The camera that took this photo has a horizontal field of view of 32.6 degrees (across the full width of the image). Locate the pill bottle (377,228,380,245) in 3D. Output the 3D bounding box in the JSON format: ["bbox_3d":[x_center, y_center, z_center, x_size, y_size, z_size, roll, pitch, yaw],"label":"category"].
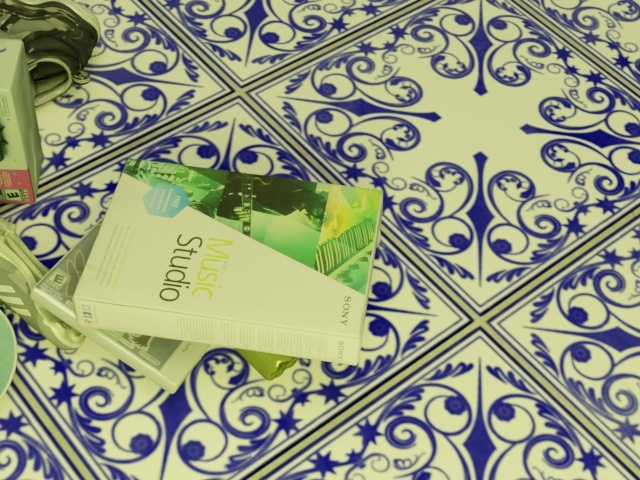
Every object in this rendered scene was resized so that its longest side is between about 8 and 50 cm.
[{"bbox_3d":[0.000,0.000,1.382,0.137,0.078,0.078,-24,58,-24],"label":"pill bottle"}]

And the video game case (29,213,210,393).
[{"bbox_3d":[-0.209,0.062,1.299,0.201,0.023,0.183,33,45,3],"label":"video game case"}]

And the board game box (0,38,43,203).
[{"bbox_3d":[-0.513,-0.149,1.353,0.303,0.224,0.098,3,54,-4],"label":"board game box"}]

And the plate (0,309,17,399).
[{"bbox_3d":[-0.437,0.142,1.244,0.188,0.024,0.188,0,58,-1],"label":"plate"}]

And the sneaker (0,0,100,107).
[{"bbox_3d":[-0.447,-0.269,1.531,0.268,0.101,0.153,1,49,-9],"label":"sneaker"}]

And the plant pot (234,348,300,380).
[{"bbox_3d":[-0.065,0.119,1.286,0.083,0.083,0.079,-32,73,-27],"label":"plant pot"}]

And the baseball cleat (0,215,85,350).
[{"bbox_3d":[-0.365,0.059,1.306,0.206,0.109,0.072,54,27,4],"label":"baseball cleat"}]

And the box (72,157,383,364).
[{"bbox_3d":[-0.097,0.017,1.269,0.321,0.058,0.232,8,47,3],"label":"box"}]
